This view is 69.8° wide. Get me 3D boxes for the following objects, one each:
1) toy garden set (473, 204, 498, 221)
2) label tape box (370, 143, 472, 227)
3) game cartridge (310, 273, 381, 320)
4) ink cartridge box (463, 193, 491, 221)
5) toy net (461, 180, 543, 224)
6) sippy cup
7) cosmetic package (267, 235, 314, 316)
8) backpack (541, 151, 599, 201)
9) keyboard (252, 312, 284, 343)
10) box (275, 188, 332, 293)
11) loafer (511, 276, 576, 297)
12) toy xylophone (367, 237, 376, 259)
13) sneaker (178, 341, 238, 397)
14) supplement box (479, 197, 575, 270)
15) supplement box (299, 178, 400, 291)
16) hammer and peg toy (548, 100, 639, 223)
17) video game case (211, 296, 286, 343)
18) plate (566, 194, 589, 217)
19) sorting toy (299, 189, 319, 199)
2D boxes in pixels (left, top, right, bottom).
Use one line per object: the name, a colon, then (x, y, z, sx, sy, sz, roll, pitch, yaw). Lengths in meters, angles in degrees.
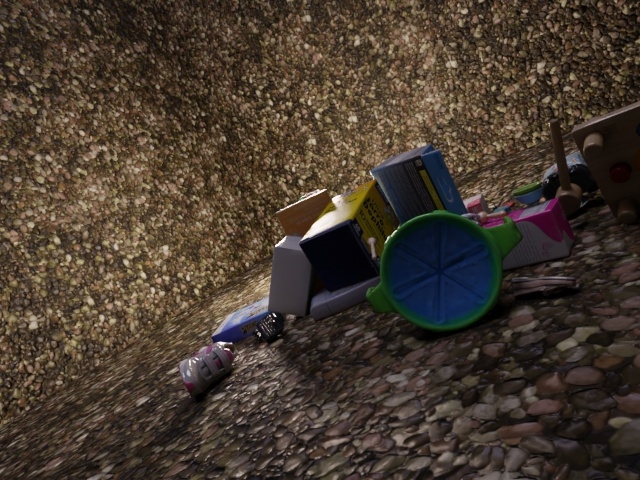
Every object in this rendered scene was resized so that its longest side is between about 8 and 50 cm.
toy garden set: (0.446, -0.025, 1.418, 0.244, 0.049, 0.204, -32, 2, 32)
label tape box: (0.351, -0.178, 1.525, 0.115, 0.249, 0.347, -36, 14, -26)
game cartridge: (0.105, 0.155, 1.458, 0.297, 0.062, 0.198, -25, 2, 3)
ink cartridge box: (0.486, -0.074, 1.639, 0.218, 0.092, 0.158, -25, 6, 26)
toy net: (0.421, -0.078, 1.118, 0.232, 0.045, 0.122, -24, 5, 7)
sippy cup: (0.258, 0.055, 0.984, 0.305, 0.240, 0.224, 7, 5, 16)
cosmetic package: (-0.087, 0.117, 1.601, 0.138, 0.224, 0.225, 8, 11, 4)
backpack: (0.707, -0.178, 1.295, 0.152, 0.115, 0.182, -23, 3, 40)
keyboard: (-0.181, 0.281, 1.484, 0.100, 0.038, 0.192, -47, 15, -10)
box: (0.000, 0.000, 1.787, 0.215, 0.345, 0.168, -25, 5, 3)
loafer: (0.417, 0.089, 0.860, 0.045, 0.039, 0.125, 9, -10, -30)
toy xylophone: (0.254, 0.035, 1.261, 0.323, 0.236, 0.081, -100, 29, -78)
sneaker: (-0.308, 0.346, 1.293, 0.111, 0.103, 0.252, -26, 7, 10)
supplement box: (0.459, -0.005, 1.080, 0.220, 0.111, 0.114, -19, 7, 41)
supplement box: (0.110, -0.027, 1.528, 0.195, 0.194, 0.356, -22, 19, 30)
hammer and peg toy: (0.651, -0.164, 0.967, 0.361, 0.266, 0.127, -18, 28, 45)
video game case: (-0.249, 0.289, 1.719, 0.269, 0.061, 0.244, -25, 7, 7)
plate: (0.660, -0.078, 1.294, 0.188, 0.024, 0.188, -26, 7, 3)
sorting toy: (-0.045, -0.181, 1.822, 0.083, 0.012, 0.062, -21, 10, 5)
